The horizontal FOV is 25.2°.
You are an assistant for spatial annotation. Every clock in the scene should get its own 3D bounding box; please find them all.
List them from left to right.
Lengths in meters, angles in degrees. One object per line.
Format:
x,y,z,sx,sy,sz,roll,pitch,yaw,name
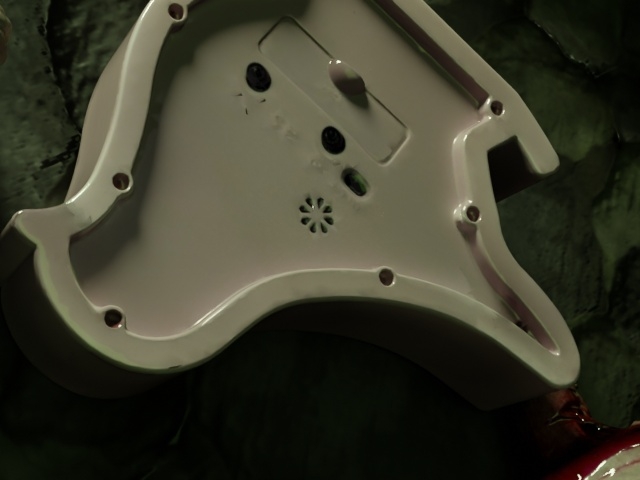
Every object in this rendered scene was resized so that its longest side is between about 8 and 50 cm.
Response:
0.000,0.000,0.733,0.290,0.080,0.275,40,60,-9,clock

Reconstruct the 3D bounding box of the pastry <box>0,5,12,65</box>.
-0.252,-0.127,0.628,0.265,0.112,0.103,32,73,-13,pastry

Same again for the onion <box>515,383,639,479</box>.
0.170,0.162,0.753,0.173,0.135,0.198,-23,45,-14,onion
